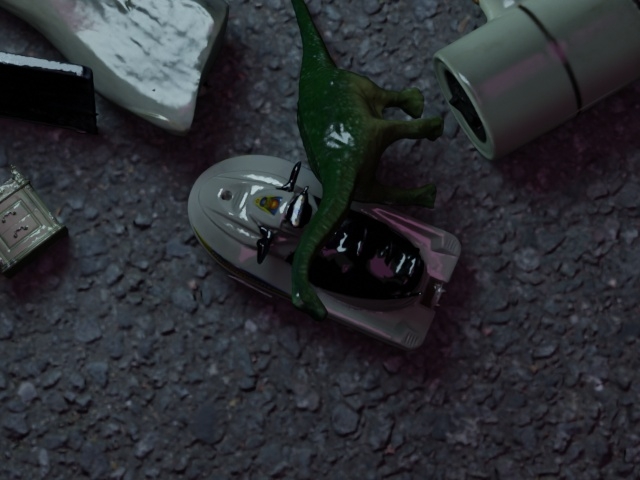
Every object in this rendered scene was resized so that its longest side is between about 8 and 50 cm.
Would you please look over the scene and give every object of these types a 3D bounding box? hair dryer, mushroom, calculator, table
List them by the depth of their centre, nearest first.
[{"bbox_3d":[-0.345,-0.158,1.861,0.262,0.161,0.021,10,72,-3],"label":"calculator"},{"bbox_3d":[-0.242,-0.234,1.886,0.329,0.159,0.122,27,128,3],"label":"mushroom"},{"bbox_3d":[-0.309,-0.020,1.896,0.079,0.062,0.083,-38,87,-7],"label":"table"},{"bbox_3d":[0.167,-0.279,1.932,0.203,0.128,0.362,-30,79,-4],"label":"hair dryer"}]

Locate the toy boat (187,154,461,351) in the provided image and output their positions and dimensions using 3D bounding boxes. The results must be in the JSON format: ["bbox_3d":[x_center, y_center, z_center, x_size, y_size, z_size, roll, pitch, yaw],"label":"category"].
[{"bbox_3d":[0.004,0.003,1.878,0.269,0.141,0.140,27,83,-15],"label":"toy boat"}]

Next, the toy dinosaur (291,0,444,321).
[{"bbox_3d":[-0.016,-0.101,1.802,0.301,0.087,0.447,-6,51,-42],"label":"toy dinosaur"}]
